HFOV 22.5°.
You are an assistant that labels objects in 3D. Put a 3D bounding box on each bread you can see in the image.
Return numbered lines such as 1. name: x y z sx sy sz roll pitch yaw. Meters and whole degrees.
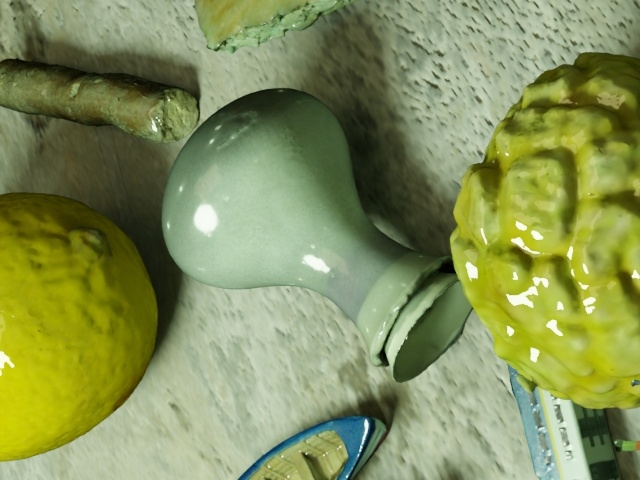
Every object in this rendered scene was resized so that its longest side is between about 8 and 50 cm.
1. bread: -0.020 -0.254 1.369 0.172 0.064 0.232 37 116 34

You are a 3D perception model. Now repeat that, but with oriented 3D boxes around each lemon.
1. lemon: -0.279 0.079 1.486 0.267 0.267 0.267 1 91 42

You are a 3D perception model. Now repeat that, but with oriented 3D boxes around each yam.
1. yam: -0.224 -0.137 1.555 0.253 0.061 0.061 13 100 39

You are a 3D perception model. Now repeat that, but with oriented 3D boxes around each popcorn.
1. popcorn: 0.214 0.006 1.089 0.252 0.206 0.237 27 96 5

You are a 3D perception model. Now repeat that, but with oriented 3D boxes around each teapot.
1. teapot: 0.000 0.000 1.295 0.251 0.183 0.183 39 116 22

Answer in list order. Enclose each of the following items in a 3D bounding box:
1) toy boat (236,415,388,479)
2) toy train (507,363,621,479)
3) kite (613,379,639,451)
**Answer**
1. toy boat: -0.017 0.211 1.387 0.229 0.046 0.080 -45 62 32
2. toy train: 0.173 0.097 1.214 0.051 0.052 0.233 -21 76 37
3. kite: 0.278 0.140 1.084 0.160 0.183 0.010 0 52 5
